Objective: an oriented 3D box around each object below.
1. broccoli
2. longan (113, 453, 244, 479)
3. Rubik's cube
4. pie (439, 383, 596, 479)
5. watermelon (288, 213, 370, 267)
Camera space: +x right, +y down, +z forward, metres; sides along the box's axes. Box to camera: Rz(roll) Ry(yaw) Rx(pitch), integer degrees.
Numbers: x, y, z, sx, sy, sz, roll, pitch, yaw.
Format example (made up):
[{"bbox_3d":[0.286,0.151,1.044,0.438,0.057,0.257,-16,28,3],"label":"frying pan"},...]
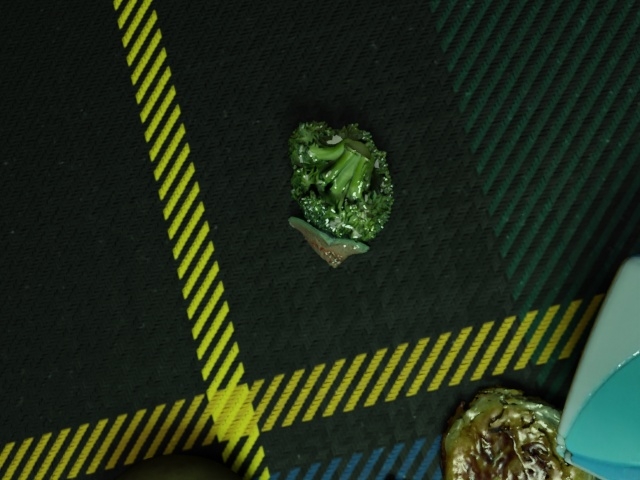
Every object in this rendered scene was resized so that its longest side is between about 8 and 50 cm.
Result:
[{"bbox_3d":[0.039,-0.111,1.319,0.198,0.226,0.176,-9,124,-20],"label":"broccoli"},{"bbox_3d":[-0.251,0.535,1.280,0.319,0.319,0.319,-1,86,8],"label":"longan"},{"bbox_3d":[0.600,0.241,1.089,0.351,0.352,0.347,19,88,33],"label":"Rubik's cube"},{"bbox_3d":[0.356,0.409,1.293,0.308,0.085,0.308,-1,85,8],"label":"pie"},{"bbox_3d":[0.002,-0.011,1.380,0.155,0.101,0.080,45,105,18],"label":"watermelon"}]
